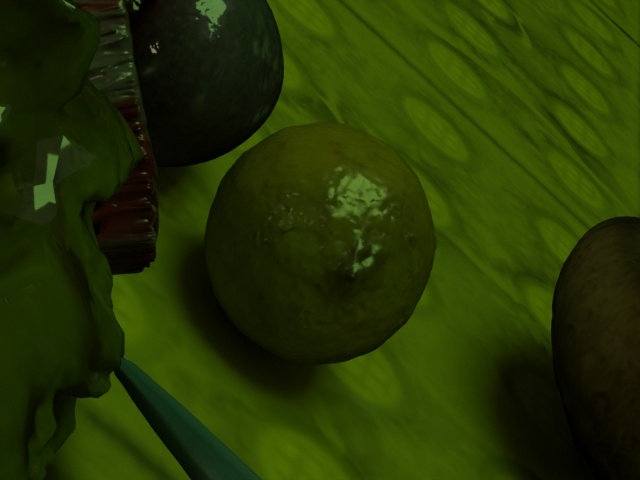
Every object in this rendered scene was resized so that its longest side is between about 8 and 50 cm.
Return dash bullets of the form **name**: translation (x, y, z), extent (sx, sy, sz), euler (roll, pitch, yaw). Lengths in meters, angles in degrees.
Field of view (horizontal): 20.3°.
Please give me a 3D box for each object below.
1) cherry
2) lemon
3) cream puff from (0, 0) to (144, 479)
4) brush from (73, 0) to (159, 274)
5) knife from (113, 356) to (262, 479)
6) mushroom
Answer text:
- **cherry**: translation (-0.091, -0.118, 0.876), extent (0.148, 0.115, 0.188), euler (-17, 56, -43)
- **lemon**: translation (0.000, 0.000, 0.828), extent (0.109, 0.109, 0.133), euler (37, 14, -17)
- **cream puff**: translation (-0.158, -0.032, 0.511), extent (0.282, 0.185, 0.282), euler (34, 22, -16)
- **brush**: translation (-0.115, -0.132, 0.764), extent (0.050, 0.060, 0.321), euler (-9, 72, -12)
- **knife**: translation (-0.064, 0.047, 0.621), extent (0.313, 0.019, 0.044), euler (40, -6, 48)
- **mushroom**: translation (0.225, 0.106, 0.988), extent (0.278, 0.146, 0.278), euler (47, 13, -14)
